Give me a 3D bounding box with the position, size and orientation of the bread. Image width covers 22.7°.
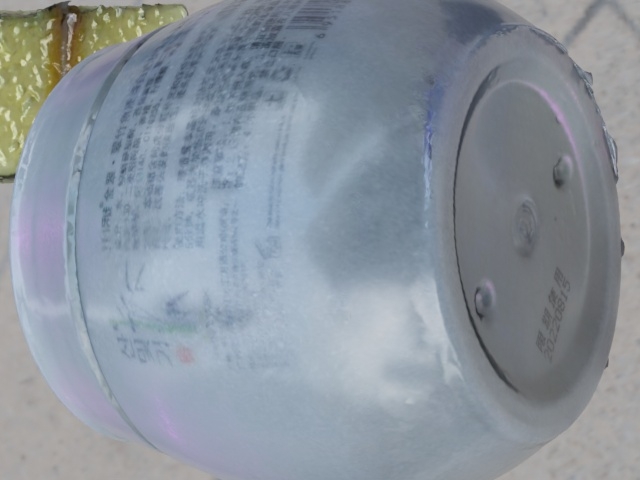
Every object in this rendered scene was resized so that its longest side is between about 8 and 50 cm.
[{"bbox_3d":[-0.256,-0.145,1.546,0.142,0.266,0.178,-166,72,-65],"label":"bread"}]

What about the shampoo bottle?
[{"bbox_3d":[0.000,0.000,0.842,0.266,0.273,0.273,-1,104,35],"label":"shampoo bottle"}]
